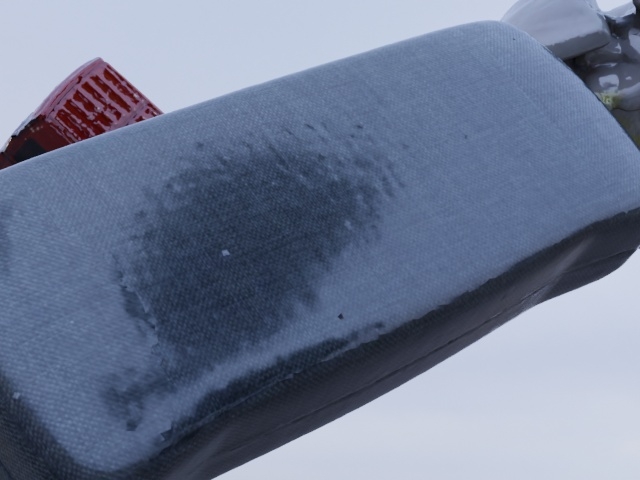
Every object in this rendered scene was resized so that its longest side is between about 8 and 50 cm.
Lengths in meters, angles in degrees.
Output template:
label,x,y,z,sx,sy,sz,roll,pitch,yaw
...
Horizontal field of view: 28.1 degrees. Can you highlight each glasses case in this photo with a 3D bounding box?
label,x,y,z,sx,sy,sz,roll,pitch,yaw
glasses case,0.000,0.000,0.512,0.323,0.131,0.074,-23,-25,-37

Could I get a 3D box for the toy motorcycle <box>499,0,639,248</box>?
label,x,y,z,sx,sy,sz,roll,pitch,yaw
toy motorcycle,0.223,-0.089,0.744,0.341,0.107,0.223,0,-49,8

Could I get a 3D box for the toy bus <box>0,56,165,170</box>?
label,x,y,z,sx,sy,sz,roll,pitch,yaw
toy bus,-0.087,-0.008,0.722,0.195,0.081,0.089,44,-36,-8
